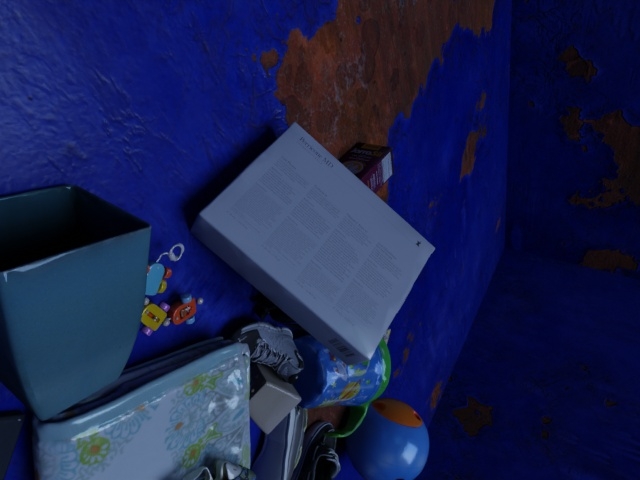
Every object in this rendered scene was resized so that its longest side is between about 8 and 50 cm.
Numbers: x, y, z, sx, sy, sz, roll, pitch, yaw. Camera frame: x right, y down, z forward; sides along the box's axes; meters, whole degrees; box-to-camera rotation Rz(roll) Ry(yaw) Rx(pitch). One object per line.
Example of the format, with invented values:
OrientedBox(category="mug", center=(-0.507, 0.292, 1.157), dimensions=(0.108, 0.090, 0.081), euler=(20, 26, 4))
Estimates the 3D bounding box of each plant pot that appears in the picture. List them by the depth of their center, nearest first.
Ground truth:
OrientedBox(category="plant pot", center=(-0.321, 0.080, 0.559), dimensions=(0.166, 0.166, 0.234), euler=(-27, 133, -51))
OrientedBox(category="plant pot", center=(-0.128, 0.337, 1.028), dimensions=(0.109, 0.109, 0.096), euler=(-44, 126, -5))

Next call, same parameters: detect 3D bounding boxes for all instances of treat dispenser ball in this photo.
OrientedBox(category="treat dispenser ball", center=(0.231, 0.696, 1.612), dimensions=(0.288, 0.288, 0.287), euler=(-32, 130, -48))

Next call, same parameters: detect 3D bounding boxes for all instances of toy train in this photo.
OrientedBox(category="toy train", center=(-0.261, 0.084, 0.769), dimensions=(0.125, 0.046, 0.166), euler=(-40, 139, -44))

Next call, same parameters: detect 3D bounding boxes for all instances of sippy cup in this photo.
OrientedBox(category="sippy cup", center=(0.022, 0.321, 1.182), dimensions=(0.224, 0.305, 0.240), euler=(3, 131, -48))

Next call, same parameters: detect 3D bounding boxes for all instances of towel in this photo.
OrientedBox(category="towel", center=(-0.272, 0.360, 0.791), dimensions=(0.375, 0.090, 0.320), euler=(-13, 109, -48))

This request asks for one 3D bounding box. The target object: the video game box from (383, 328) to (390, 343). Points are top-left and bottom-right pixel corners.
OrientedBox(category="video game box", center=(0.166, 0.403, 1.605), dimensions=(0.187, 0.048, 0.205), euler=(12, 94, -57))

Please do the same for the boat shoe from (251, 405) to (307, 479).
OrientedBox(category="boat shoe", center=(-0.101, 0.545, 1.182), dimensions=(0.091, 0.109, 0.304), euler=(13, 89, -55))

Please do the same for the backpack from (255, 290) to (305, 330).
OrientedBox(category="backpack", center=(0.034, 0.086, 1.051), dimensions=(0.213, 0.277, 0.263), euler=(39, 63, -65))

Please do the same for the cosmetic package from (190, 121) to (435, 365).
OrientedBox(category="cosmetic package", center=(0.000, 0.000, 0.868), dimensions=(0.284, 0.377, 0.097), euler=(-51, -174, -30))

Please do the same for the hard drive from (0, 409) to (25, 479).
OrientedBox(category="hard drive", center=(-0.448, 0.264, 0.569), dimensions=(0.135, 0.022, 0.094), euler=(24, 82, -59))

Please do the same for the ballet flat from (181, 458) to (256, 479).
OrientedBox(category="ballet flat", center=(-0.185, 0.419, 0.806), dimensions=(0.188, 0.070, 0.070), euler=(0, 104, -54))

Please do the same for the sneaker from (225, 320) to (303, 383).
OrientedBox(category="sneaker", center=(-0.101, 0.249, 1.001), dimensions=(0.086, 0.132, 0.229), euler=(-45, 153, 14))

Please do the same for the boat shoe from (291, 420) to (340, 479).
OrientedBox(category="boat shoe", center=(0.001, 0.639, 1.304), dimensions=(0.121, 0.119, 0.335), euler=(65, 25, -13))

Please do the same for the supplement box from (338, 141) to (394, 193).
OrientedBox(category="supplement box", center=(0.097, -0.164, 1.166), dimensions=(0.188, 0.104, 0.080), euler=(-48, 140, -37))
